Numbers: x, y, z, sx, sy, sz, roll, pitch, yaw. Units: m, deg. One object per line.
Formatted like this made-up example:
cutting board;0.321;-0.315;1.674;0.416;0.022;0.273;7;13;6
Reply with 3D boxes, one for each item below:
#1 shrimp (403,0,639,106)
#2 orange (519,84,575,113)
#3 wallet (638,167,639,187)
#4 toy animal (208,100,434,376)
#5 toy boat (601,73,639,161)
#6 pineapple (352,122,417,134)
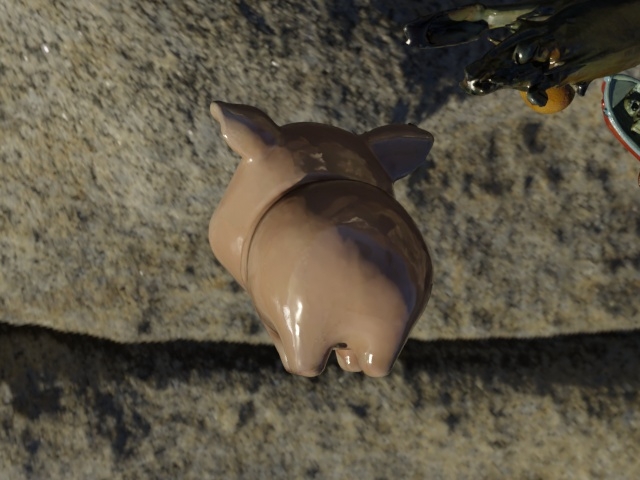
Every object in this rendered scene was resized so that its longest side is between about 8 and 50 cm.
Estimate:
shrimp;0.124;-0.121;0.607;0.217;0.150;0.051;-27;121;-43
orange;0.339;-0.227;1.529;0.085;0.085;0.085;-9;116;-19
wallet;0.593;-0.146;1.588;0.031;0.137;0.255;-33;154;-44
toy animal;0.000;0.000;1.018;0.237;0.326;0.269;6;87;-16
toy boat;0.398;-0.137;1.232;0.069;0.059;0.173;-44;94;-9
pineapple;0.077;-0.131;1.425;0.124;0.058;0.058;-6;120;15
